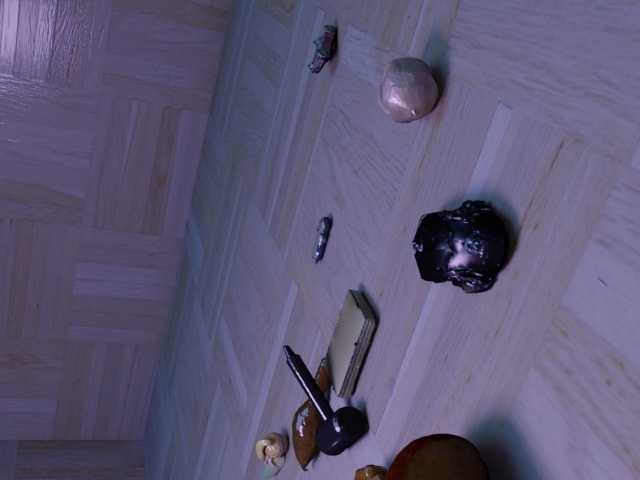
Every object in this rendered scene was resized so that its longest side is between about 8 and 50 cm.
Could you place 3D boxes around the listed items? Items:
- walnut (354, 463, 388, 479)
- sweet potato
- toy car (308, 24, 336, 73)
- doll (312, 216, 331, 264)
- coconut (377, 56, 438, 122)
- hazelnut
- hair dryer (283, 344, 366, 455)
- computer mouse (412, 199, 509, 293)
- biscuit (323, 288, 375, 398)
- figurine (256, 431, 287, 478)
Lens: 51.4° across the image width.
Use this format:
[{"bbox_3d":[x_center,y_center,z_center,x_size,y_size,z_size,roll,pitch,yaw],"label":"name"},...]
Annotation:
[{"bbox_3d":[0.099,0.474,1.168,0.142,0.069,0.170,-106,30,-42],"label":"walnut"},{"bbox_3d":[-0.023,0.396,1.493,0.075,0.075,0.269,-159,80,-68],"label":"sweet potato"},{"bbox_3d":[0.010,-0.488,1.705,0.069,0.055,0.142,-40,33,59],"label":"toy car"},{"bbox_3d":[0.000,0.000,1.615,0.037,0.027,0.125,46,126,54],"label":"doll"},{"bbox_3d":[0.157,-0.264,1.200,0.110,0.110,0.124,119,156,-44],"label":"coconut"},{"bbox_3d":[0.162,0.379,0.914,0.181,0.180,0.212,-2,49,28],"label":"hazelnut"},{"bbox_3d":[-0.002,0.312,1.366,0.248,0.071,0.114,59,144,20],"label":"hair dryer"},{"bbox_3d":[0.203,0.007,1.042,0.242,0.078,0.146,168,109,-67],"label":"computer mouse"},{"bbox_3d":[0.060,0.215,1.383,0.121,0.041,0.199,-116,39,-60],"label":"biscuit"},{"bbox_3d":[-0.133,0.558,1.727,0.187,0.083,0.083,107,158,-49],"label":"figurine"}]
